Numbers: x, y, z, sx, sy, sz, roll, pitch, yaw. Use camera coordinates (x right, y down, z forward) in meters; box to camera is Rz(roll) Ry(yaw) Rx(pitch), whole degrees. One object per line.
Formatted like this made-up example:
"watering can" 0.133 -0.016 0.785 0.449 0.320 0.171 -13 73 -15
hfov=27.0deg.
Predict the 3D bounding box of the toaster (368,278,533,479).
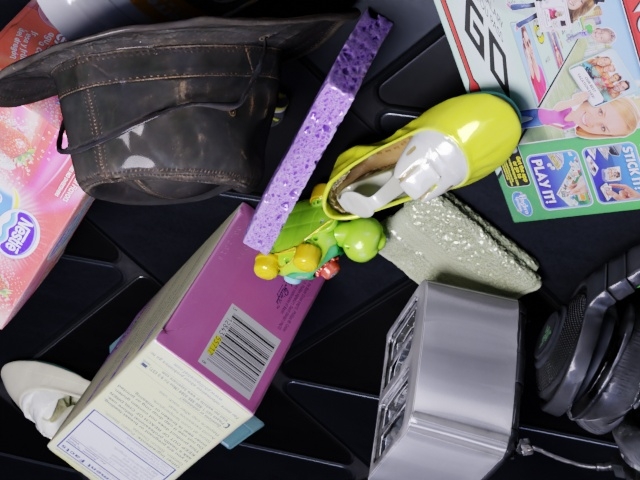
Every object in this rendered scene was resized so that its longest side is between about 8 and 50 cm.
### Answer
"toaster" 0.121 0.144 1.248 0.110 0.168 0.185 14 147 -9

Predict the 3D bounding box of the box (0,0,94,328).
"box" -0.293 -0.069 1.304 0.154 0.142 0.300 35 134 -7

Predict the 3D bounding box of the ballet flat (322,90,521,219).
"ballet flat" 0.079 -0.060 1.150 0.077 0.077 0.231 52 145 -15

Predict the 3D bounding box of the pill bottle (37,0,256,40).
"pill bottle" -0.088 -0.254 1.032 0.278 0.162 0.162 -23 116 32

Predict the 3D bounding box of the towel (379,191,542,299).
"towel" 0.127 0.016 1.265 0.148 0.027 0.110 40 132 -11

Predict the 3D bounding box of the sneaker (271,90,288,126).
"sneaker" -0.071 -0.127 1.231 0.083 0.031 0.035 20 137 11

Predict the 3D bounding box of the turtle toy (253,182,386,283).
"turtle toy" 0.000 0.000 1.268 0.130 0.095 0.066 -10 141 37

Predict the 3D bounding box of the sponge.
"sponge" -0.005 -0.093 1.171 0.031 0.117 0.210 28 134 -4

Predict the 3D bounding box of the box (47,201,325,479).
"box" -0.131 0.119 1.341 0.117 0.213 0.243 39 133 -9

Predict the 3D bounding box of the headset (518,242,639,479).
"headset" 0.288 0.162 1.207 0.243 0.185 0.394 42 121 -12

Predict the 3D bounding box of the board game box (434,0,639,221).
"board game box" 0.213 -0.162 1.064 0.214 0.046 0.317 -6 125 29

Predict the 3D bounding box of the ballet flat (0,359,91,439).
"ballet flat" -0.281 0.204 1.574 0.248 0.086 0.086 12 132 15

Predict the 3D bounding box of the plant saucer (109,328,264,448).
"plant saucer" -0.156 0.172 1.534 0.192 0.018 0.067 40 133 -10

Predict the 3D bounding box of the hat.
"hat" -0.108 -0.095 1.066 0.331 0.331 0.134 -12 92 32
